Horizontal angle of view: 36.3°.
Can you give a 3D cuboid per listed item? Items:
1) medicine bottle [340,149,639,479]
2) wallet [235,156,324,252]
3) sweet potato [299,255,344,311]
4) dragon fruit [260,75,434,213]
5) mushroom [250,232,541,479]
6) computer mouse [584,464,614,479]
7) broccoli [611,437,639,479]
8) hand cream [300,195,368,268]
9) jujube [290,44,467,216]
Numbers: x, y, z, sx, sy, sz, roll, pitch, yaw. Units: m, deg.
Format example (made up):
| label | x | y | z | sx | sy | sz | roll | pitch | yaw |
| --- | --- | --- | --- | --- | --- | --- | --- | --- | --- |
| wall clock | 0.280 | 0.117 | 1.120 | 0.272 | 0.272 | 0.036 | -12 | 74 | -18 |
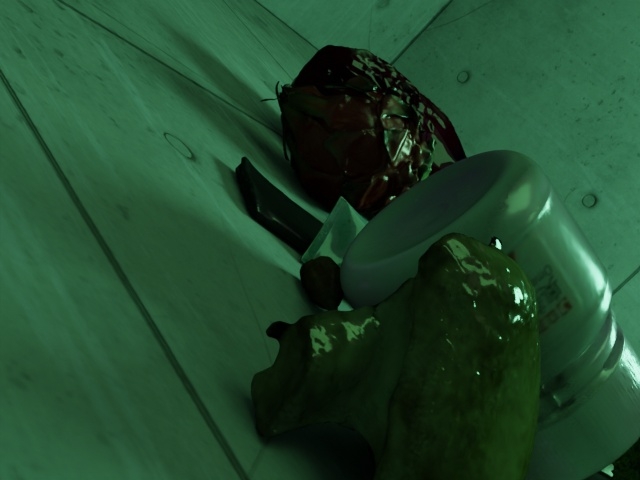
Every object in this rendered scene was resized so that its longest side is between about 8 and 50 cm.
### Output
| label | x | y | z | sx | sy | sz | roll | pitch | yaw |
| --- | --- | --- | --- | --- | --- | --- | --- | --- | --- |
| medicine bottle | 0.202 | 0.091 | 1.090 | 0.324 | 0.256 | 0.256 | 56 | 9 | -15 |
| wallet | 0.000 | -0.001 | 1.316 | 0.285 | 0.030 | 0.146 | 36 | 18 | -28 |
| sweet potato | 0.006 | 0.055 | 1.106 | 0.049 | 0.049 | 0.117 | 38 | 14 | -24 |
| dragon fruit | 0.038 | -0.162 | 1.575 | 0.293 | 0.233 | 0.234 | 33 | 12 | 6 |
| mushroom | 0.111 | 0.128 | 0.810 | 0.292 | 0.217 | 0.212 | 33 | 21 | -43 |
| computer mouse | 0.438 | 0.356 | 1.441 | 0.310 | 0.072 | 0.158 | 42 | 15 | -15 |
| broccoli | 0.493 | 0.325 | 1.173 | 0.321 | 0.310 | 0.413 | 8 | -54 | 63 |
| hand cream | 0.114 | 0.078 | 1.276 | 0.312 | 0.111 | 0.070 | 42 | -29 | -20 |
| jujube | 0.105 | -0.186 | 1.808 | 0.377 | 0.258 | 0.258 | 37 | 13 | -4 |
